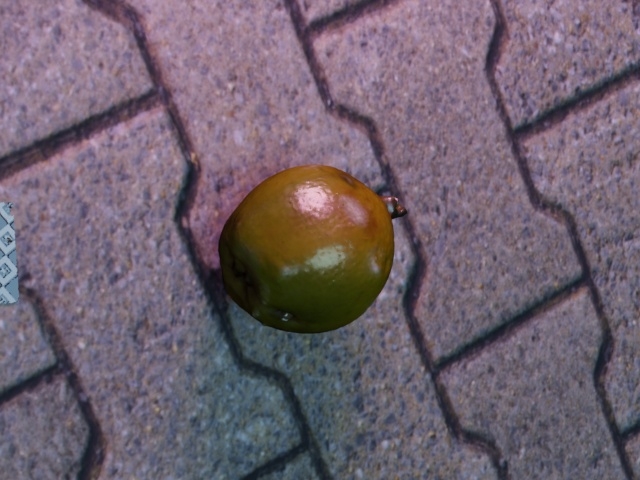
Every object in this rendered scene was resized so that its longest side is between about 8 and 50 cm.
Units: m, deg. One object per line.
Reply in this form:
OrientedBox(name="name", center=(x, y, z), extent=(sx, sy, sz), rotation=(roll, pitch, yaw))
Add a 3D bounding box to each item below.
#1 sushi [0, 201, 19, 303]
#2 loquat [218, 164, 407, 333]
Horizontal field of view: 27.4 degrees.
OrientedBox(name="sushi", center=(-0.407, 0.021, 1.513), extent=(0.126, 0.026, 0.120), rotation=(-7, 97, -27))
OrientedBox(name="loquat", center=(0.000, 0.000, 1.612), extent=(0.246, 0.213, 0.213), rotation=(-26, 106, -24))
